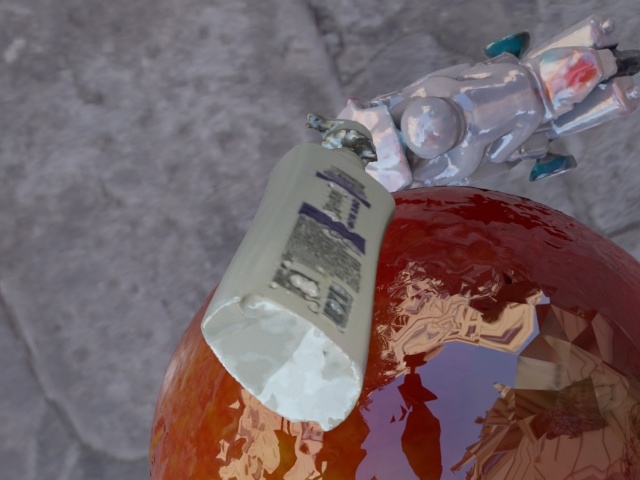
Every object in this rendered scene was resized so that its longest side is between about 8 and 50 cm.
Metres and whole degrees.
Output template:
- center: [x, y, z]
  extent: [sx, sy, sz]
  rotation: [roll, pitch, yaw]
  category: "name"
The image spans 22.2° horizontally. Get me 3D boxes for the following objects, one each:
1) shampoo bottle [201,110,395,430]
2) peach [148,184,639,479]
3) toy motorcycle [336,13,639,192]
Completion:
- center: [0.000, 0.000, 0.501]
  extent: [0.049, 0.141, 0.034]
  rotation: [31, 121, -8]
  category: "shampoo bottle"
- center: [0.056, 0.092, 0.708]
  extent: [0.274, 0.249, 0.245]
  rotation: [49, 130, 23]
  category: "peach"
- center: [0.104, -0.082, 1.177]
  extent: [0.260, 0.171, 0.110]
  rotation: [-21, 87, 26]
  category: "toy motorcycle"
